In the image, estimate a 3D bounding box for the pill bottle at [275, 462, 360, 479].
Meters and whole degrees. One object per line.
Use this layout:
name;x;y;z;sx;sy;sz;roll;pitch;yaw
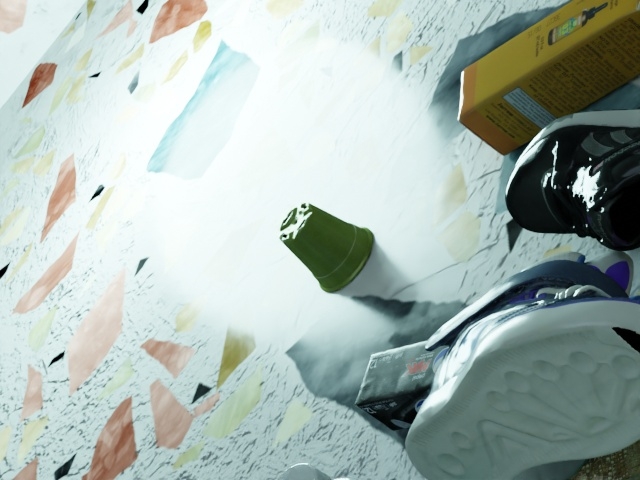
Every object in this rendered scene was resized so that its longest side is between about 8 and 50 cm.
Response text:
pill bottle;0.033;0.254;1.498;0.094;0.169;0.094;-38;31;28

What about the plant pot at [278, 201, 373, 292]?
plant pot;0.000;0.000;1.943;0.083;0.079;0.083;-37;32;28

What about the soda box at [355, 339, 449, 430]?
soda box;0.110;0.127;1.652;0.169;0.053;0.060;-19;44;49

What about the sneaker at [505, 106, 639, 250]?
sneaker;0.245;-0.045;1.542;0.283;0.107;0.124;-18;23;50

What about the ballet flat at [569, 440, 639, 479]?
ballet flat;0.196;0.227;1.389;0.206;0.073;0.067;-52;41;11

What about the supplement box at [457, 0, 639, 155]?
supplement box;0.243;-0.176;1.770;0.233;0.080;0.078;-33;34;38

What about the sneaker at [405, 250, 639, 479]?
sneaker;0.206;0.063;1.430;0.236;0.130;0.323;-53;7;-35
